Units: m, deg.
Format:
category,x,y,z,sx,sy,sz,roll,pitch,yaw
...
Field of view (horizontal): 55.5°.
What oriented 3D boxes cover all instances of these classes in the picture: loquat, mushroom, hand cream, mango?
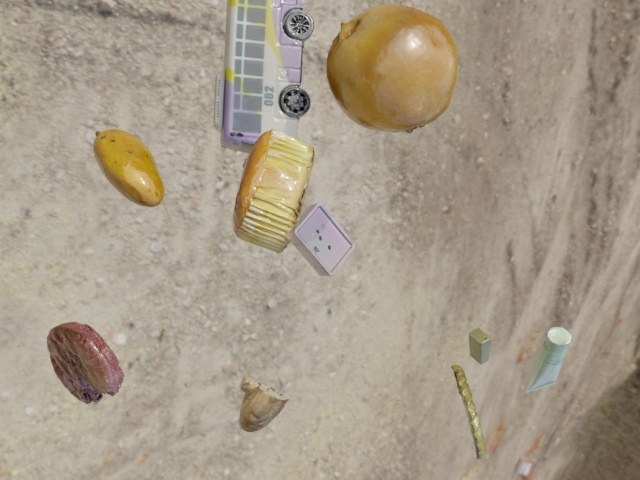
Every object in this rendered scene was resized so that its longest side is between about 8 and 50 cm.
category,x,y,z,sx,sy,sz,roll,pitch,yaw
loquat,0.176,-0.418,1.503,0.329,0.329,0.328,-29,133,-36
mushroom,-0.202,0.519,1.892,0.151,0.156,0.285,-60,-177,-12
hand cream,0.495,0.266,1.318,0.078,0.049,0.204,-16,136,-11
mango,-0.422,-0.159,1.367,0.109,0.227,0.147,-43,160,3

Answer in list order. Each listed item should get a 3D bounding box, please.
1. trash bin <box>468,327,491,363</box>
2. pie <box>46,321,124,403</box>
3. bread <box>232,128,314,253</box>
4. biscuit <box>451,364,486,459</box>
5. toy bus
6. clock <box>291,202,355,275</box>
category,x,y,z,sx,sy,sz,roll,pitch,yaw
trash bin,0.481,0.322,1.843,0.043,0.061,0.092,-21,124,-20
pie,-0.527,0.273,1.359,0.054,0.219,0.204,-38,111,-48
bread,-0.081,-0.083,0.998,0.132,0.114,0.190,131,-22,-70
biscuit,0.426,0.479,1.747,0.036,0.273,0.187,-16,151,8
toy bus,-0.162,-0.446,1.672,0.250,0.209,0.439,3,91,-12
clock,0.000,0.000,1.925,0.197,0.063,0.150,50,60,-20
